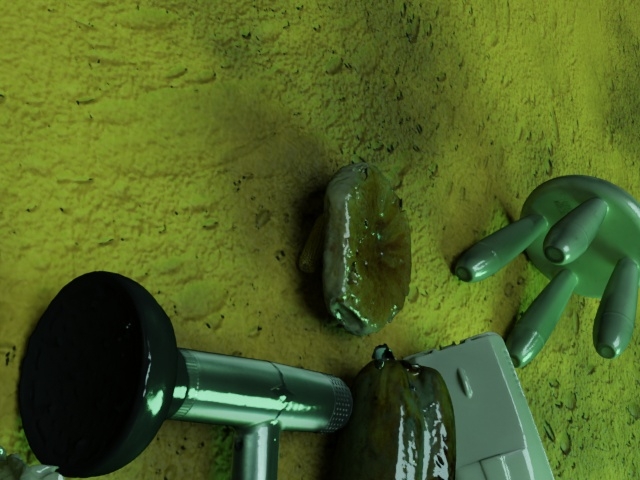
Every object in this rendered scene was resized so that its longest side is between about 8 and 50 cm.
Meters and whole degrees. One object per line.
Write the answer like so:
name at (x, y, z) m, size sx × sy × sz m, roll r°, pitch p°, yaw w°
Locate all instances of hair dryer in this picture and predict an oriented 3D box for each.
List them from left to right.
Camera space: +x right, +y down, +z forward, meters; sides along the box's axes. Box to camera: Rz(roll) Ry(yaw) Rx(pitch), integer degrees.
hair dryer at (-0.082, 0.205, 0.682) m, size 0.320 × 0.155 × 0.284 m, roll 30°, pitch 44°, yaw -43°

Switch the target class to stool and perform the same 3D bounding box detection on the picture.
stool at (0.322, 0.038, 1.088) m, size 0.198 × 0.195 × 0.195 m, roll -41°, pitch 106°, yaw -41°

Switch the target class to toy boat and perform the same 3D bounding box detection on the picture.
toy boat at (0.185, 0.247, 0.947) m, size 0.140 × 0.140 × 0.269 m, roll -15°, pitch 87°, yaw -45°

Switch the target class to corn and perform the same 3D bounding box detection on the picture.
corn at (0.000, 0.000, 0.910) m, size 0.083 × 0.028 × 0.027 m, roll -66°, pitch 148°, yaw -32°

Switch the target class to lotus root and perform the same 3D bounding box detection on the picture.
lotus root at (0.076, 0.234, 0.844) m, size 0.124 × 0.123 × 0.241 m, roll 12°, pitch 69°, yaw -8°

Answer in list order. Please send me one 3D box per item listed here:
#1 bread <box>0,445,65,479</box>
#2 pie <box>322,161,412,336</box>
bread at (-0.198, 0.299, 0.486) m, size 0.279 × 0.225 × 0.250 m, roll -45°, pitch 118°, yaw -34°
pie at (0.054, 0.010, 0.922) m, size 0.195 × 0.046 × 0.195 m, roll 12°, pitch 77°, yaw -60°
